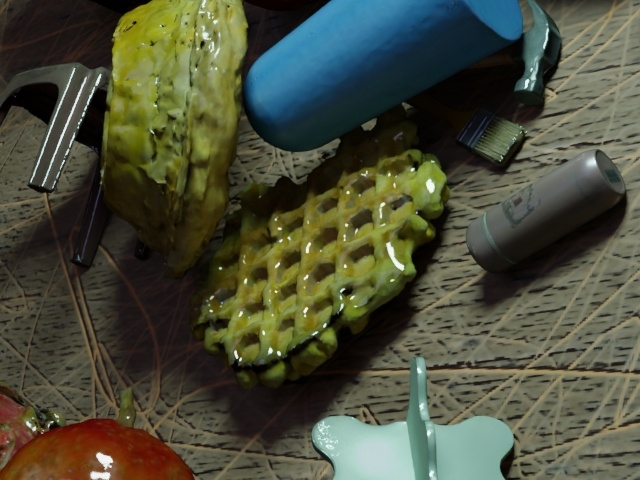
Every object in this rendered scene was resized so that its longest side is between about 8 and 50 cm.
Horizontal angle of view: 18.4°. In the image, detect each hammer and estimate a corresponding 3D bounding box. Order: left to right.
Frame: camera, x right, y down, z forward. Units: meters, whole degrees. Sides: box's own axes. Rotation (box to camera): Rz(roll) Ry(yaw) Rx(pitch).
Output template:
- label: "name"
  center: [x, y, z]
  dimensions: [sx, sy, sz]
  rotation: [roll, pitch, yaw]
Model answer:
- label: "hammer"
  center: [0.115, -0.170, 1.892]
  dimensions: [0.288, 0.033, 0.111]
  rotation: [-4, 60, 47]

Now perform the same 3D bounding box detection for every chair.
- label: "chair"
  center: [-0.233, -0.154, 2.142]
  dimensions: [0.176, 0.183, 0.326]
  rotation: [-6, 59, 45]

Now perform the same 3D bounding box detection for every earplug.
- label: "earplug"
  center: [0.042, -0.174, 1.834]
  dimensions: [0.273, 0.132, 0.132]
  rotation: [-32, 42, 28]

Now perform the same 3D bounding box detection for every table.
- label: "table"
  center: [0.079, 0.207, 1.540]
  dimensions: [0.166, 0.166, 0.198]
  rotation: [-37, 32, 22]

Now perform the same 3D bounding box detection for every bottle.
- label: "bottle"
  center: [0.190, -0.024, 1.674]
  dimensions: [0.140, 0.053, 0.053]
  rotation: [-33, 41, 27]

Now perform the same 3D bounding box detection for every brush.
- label: "brush"
  center: [0.123, -0.115, 1.830]
  dimensions: [0.170, 0.014, 0.043]
  rotation: [33, 86, 43]

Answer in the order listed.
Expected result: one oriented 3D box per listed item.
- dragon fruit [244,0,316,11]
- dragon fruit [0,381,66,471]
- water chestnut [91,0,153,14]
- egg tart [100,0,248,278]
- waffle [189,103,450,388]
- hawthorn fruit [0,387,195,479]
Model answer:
- label: "dragon fruit"
  center: [-0.037, -0.338, 2.070]
  dimensions: [0.192, 0.193, 0.274]
  rotation: [-49, 2, 14]
- label: "dragon fruit"
  center: [-0.356, 0.247, 2.010]
  dimensions: [0.282, 0.147, 0.211]
  rotation: [-4, 68, 50]
- label: "water chestnut"
  center: [-0.261, -0.402, 2.299]
  dimensions: [0.244, 0.289, 0.289]
  rotation: [-49, 35, -11]
- label: "egg tart"
  center: [-0.150, -0.121, 1.945]
  dimensions: [0.341, 0.129, 0.341]
  rotation: [-175, 90, -81]
- label: "waffle"
  center: [-0.007, 0.007, 1.863]
  dimensions: [0.301, 0.058, 0.281]
  rotation: [-43, 35, 10]
- label: "hawthorn fruit"
  center: [-0.201, 0.249, 1.759]
  dimensions: [0.205, 0.205, 0.253]
  rotation: [-8, 67, 44]
